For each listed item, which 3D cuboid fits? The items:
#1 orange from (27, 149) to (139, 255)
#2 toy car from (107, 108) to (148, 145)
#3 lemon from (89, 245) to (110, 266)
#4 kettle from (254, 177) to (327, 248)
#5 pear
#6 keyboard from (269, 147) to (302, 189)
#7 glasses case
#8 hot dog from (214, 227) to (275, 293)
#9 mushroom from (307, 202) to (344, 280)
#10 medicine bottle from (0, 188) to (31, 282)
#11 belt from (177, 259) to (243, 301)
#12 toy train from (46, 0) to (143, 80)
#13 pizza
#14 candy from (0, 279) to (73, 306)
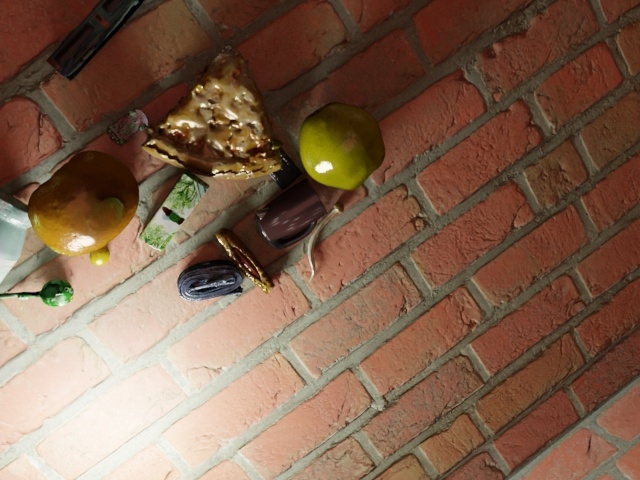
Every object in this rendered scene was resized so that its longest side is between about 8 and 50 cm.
[{"bbox_3d":[-0.700,-0.110,1.603,0.334,0.196,0.262,-44,120,-18],"label":"orange"},{"bbox_3d":[-0.609,-0.361,1.686,0.142,0.055,0.069,-32,106,9],"label":"toy car"},{"bbox_3d":[-0.720,0.046,1.733,0.062,0.062,0.083,16,97,-16],"label":"lemon"},{"bbox_3d":[-0.103,-0.081,1.832,0.232,0.144,0.202,-31,137,0],"label":"kettle"},{"bbox_3d":[0.065,-0.313,1.746,0.295,0.294,0.293,-3,101,-13],"label":"pear"},{"bbox_3d":[-0.211,-0.340,1.790,0.103,0.041,0.381,-42,107,-3],"label":"keyboard"},{"bbox_3d":[-0.479,-0.095,1.733,0.095,0.062,0.272,34,105,-16],"label":"glasses case"},{"bbox_3d":[-0.256,0.069,1.837,0.068,0.083,0.289,-39,109,3],"label":"hot dog"},{"bbox_3d":[0.000,0.000,1.911,0.068,0.043,0.306,27,96,8],"label":"mushroom"},{"bbox_3d":[-1.004,-0.011,1.566,0.245,0.245,0.289,35,82,-17],"label":"medicine bottle"},{"bbox_3d":[-0.375,0.137,1.797,0.218,0.128,0.122,-10,102,-12],"label":"belt"},{"bbox_3d":[-0.655,-0.660,1.600,0.089,0.086,0.409,41,89,-15],"label":"toy train"},{"bbox_3d":[-0.300,-0.338,1.715,0.435,0.080,0.392,-43,108,13],"label":"pizza"},{"bbox_3d":[-0.961,0.176,1.704,0.324,0.097,0.096,-3,101,-4],"label":"candy"}]
